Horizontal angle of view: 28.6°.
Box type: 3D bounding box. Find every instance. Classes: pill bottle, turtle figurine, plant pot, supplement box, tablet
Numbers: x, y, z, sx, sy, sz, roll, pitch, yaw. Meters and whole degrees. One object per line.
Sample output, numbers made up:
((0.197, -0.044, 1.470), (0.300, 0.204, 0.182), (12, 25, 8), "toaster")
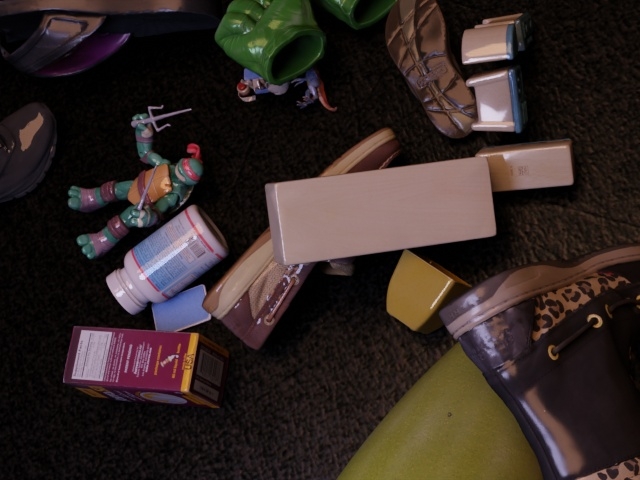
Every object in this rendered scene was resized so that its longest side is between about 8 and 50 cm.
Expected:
((-0.210, 0.030, 1.717), (0.160, 0.087, 0.087), (-36, 62, 4), "pill bottle")
((-0.245, -0.074, 1.755), (0.234, 0.118, 0.175), (-30, 46, 25), "turtle figurine")
((0.162, 0.260, 1.409), (0.274, 0.275, 0.294), (13, 57, 24), "plant pot")
((-0.230, 0.168, 1.661), (0.188, 0.104, 0.081), (1, 71, 22), "supplement box")
((-0.192, 0.098, 1.729), (0.083, 0.006, 0.054), (-21, 64, 13), "tablet")
((0.130, 0.070, 1.579), (0.081, 0.081, 0.083), (34, 96, 28), "plant pot")

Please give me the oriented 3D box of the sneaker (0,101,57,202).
((-0.510, -0.102, 1.859), (0.286, 0.130, 0.109), (-46, 60, -2), "sneaker")

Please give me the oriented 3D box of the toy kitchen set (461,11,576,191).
((0.269, -0.186, 1.635), (0.122, 0.166, 0.207), (-4, 105, 20), "toy kitchen set")

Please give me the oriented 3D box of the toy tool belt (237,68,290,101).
((-0.088, -0.234, 1.792), (0.083, 0.051, 0.052), (-11, 66, 17), "toy tool belt")

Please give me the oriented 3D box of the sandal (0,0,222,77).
((-0.362, -0.305, 1.871), (0.445, 0.167, 0.107), (-1, 87, 21), "sandal")

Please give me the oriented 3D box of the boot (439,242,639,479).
((0.318, 0.156, 1.350), (0.138, 0.377, 0.284), (-39, 66, 38), "boot")

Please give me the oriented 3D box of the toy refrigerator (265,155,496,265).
((0.073, -0.038, 1.562), (0.269, 0.094, 0.102), (-9, 94, -10), "toy refrigerator")

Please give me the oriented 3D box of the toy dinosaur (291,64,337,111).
((-0.011, -0.228, 1.781), (0.090, 0.047, 0.082), (22, 67, -7), "toy dinosaur")

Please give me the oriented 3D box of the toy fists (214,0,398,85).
((-0.021, -0.336, 1.754), (0.279, 0.096, 0.142), (-38, 54, -16), "toy fists")

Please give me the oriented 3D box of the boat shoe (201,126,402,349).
((0.000, 0.000, 1.649), (0.123, 0.123, 0.342), (44, 80, -2), "boat shoe")

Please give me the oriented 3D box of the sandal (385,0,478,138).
((0.157, -0.236, 1.702), (0.090, 0.060, 0.219), (-30, 77, 14), "sandal")
